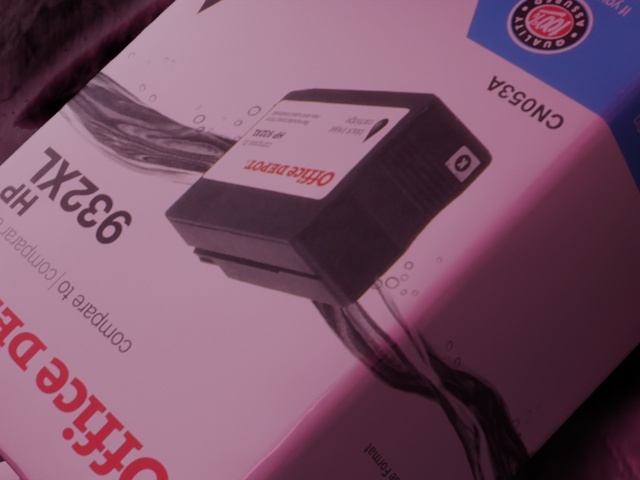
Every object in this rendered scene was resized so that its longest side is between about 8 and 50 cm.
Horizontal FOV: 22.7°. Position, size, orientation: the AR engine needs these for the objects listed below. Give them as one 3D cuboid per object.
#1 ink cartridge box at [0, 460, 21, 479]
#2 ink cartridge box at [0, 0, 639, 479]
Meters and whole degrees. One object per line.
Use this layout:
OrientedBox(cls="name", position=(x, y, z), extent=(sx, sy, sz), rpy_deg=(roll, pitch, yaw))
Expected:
OrientedBox(cls="ink cartridge box", position=(-0.125, 0.187, 0.786), extent=(0.212, 0.093, 0.154), rpy_deg=(-17, 63, 31))
OrientedBox(cls="ink cartridge box", position=(0.000, 0.000, 0.664), extent=(0.307, 0.129, 0.223), rpy_deg=(-45, 49, -9))
